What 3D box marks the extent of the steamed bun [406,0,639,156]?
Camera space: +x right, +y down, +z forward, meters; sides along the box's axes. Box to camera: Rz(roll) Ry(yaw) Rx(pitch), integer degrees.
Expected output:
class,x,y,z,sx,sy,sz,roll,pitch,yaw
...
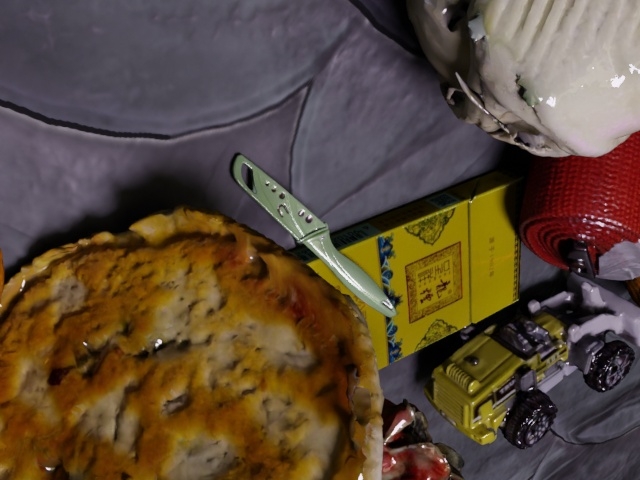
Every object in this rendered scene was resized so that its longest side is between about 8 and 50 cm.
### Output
class,x,y,z,sx,sy,sz,roll,pitch,yaw
steamed bun,0.207,-0.209,0.568,0.280,0.207,0.268,-22,92,4

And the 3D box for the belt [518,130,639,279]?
class,x,y,z,sx,sy,sz,roll,pitch,yaw
belt,0.270,-0.026,0.725,0.201,0.128,0.124,34,67,-56

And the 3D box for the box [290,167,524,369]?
class,x,y,z,sx,sy,sz,roll,pitch,yaw
box,0.086,0.041,0.725,0.279,0.041,0.153,-21,121,-23

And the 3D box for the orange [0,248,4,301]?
class,x,y,z,sx,sy,sz,roll,pitch,yaw
orange,-0.263,0.026,0.440,0.135,0.117,0.136,-14,115,-33

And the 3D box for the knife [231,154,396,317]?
class,x,y,z,sx,sy,sz,roll,pitch,yaw
knife,0.000,0.000,0.626,0.207,0.014,0.030,43,78,-21

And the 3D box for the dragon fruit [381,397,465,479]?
class,x,y,z,sx,sy,sz,roll,pitch,yaw
dragon fruit,-0.029,0.211,0.589,0.298,0.244,0.244,-11,127,15

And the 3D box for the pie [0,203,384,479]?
class,x,y,z,sx,sy,sz,roll,pitch,yaw
pie,-0.108,0.123,0.472,0.315,0.315,0.092,-44,150,-7

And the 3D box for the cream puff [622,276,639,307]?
class,x,y,z,sx,sy,sz,roll,pitch,yaw
cream puff,0.495,-0.011,0.851,0.303,0.212,0.303,-20,123,-33

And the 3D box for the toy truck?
class,x,y,z,sx,sy,sz,roll,pitch,yaw
toy truck,0.248,0.118,0.804,0.286,0.136,0.111,-30,129,-20
